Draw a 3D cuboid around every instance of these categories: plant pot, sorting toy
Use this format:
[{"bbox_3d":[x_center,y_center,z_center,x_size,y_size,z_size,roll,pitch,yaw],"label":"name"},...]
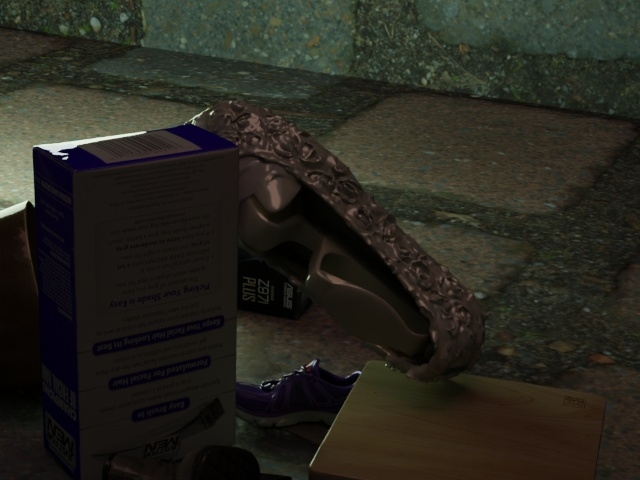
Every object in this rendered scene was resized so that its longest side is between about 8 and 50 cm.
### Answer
[{"bbox_3d":[-0.416,0.085,1.586,0.230,0.215,0.215,-13,22,-4],"label":"plant pot"},{"bbox_3d":[0.141,0.227,1.396,0.257,0.089,0.255,8,21,13],"label":"sorting toy"}]

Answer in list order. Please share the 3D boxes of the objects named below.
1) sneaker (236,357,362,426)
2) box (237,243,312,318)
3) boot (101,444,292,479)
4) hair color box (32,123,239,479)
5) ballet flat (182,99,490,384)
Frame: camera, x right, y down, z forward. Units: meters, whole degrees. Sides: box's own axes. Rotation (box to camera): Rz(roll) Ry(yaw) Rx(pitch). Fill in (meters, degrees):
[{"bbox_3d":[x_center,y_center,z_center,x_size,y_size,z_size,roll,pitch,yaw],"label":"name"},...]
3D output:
[{"bbox_3d":[-0.027,0.164,1.571,0.170,0.071,0.068,0,20,-6],"label":"sneaker"},{"bbox_3d":[-0.081,-0.002,1.860,0.147,0.180,0.077,10,20,17],"label":"box"},{"bbox_3d":[-0.131,0.227,1.280,0.161,0.083,0.246,8,-14,16],"label":"boot"},{"bbox_3d":[-0.186,0.063,1.436,0.185,0.339,0.110,-11,22,-33],"label":"hair color box"},{"bbox_3d":[0.000,0.000,1.455,0.409,0.147,0.147,38,29,9],"label":"ballet flat"}]
